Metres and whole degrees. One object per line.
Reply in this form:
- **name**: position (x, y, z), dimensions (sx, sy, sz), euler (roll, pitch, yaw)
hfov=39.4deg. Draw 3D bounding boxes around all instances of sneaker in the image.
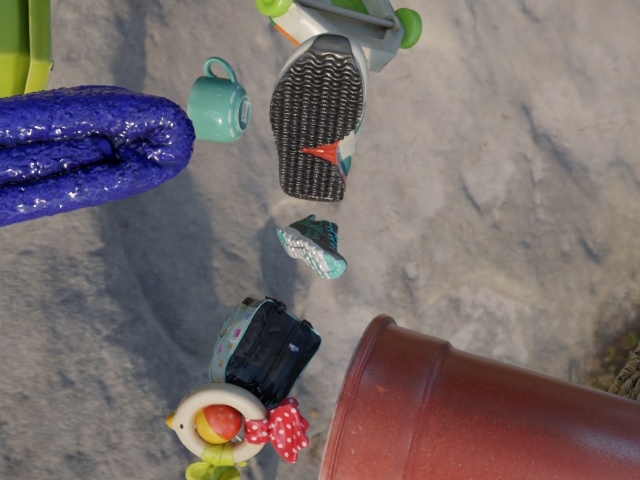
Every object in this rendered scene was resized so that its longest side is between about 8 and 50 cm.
- **sneaker**: position (0.000, 0.000, 1.322), dimensions (0.076, 0.166, 0.065), euler (-34, 124, -15)
- **sneaker**: position (0.001, -0.092, 0.574), dimensions (0.057, 0.161, 0.075), euler (8, 62, 2)

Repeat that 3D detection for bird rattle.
- **bird rattle**: position (-0.151, 0.334, 1.554), dimensions (0.207, 0.253, 0.143), euler (46, 31, -20)

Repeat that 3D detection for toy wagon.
- **toy wagon**: position (-0.009, -0.380, 1.224), dimensions (0.267, 0.068, 0.344), euler (1, 55, -44)

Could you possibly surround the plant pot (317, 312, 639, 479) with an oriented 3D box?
- **plant pot**: position (0.157, 0.223, 0.792), dimensions (0.272, 0.265, 0.272), euler (10, 90, -73)

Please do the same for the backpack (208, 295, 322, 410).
- **backpack**: position (-0.116, 0.214, 1.639), dimensions (0.166, 0.144, 0.188), euler (39, 64, -29)

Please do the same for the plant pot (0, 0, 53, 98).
- **plant pot**: position (-0.537, -0.307, 1.411), dimensions (0.207, 0.227, 0.228), euler (3, 61, -24)

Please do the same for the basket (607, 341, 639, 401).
- **basket**: position (0.479, 0.215, 1.010), dimensions (0.299, 0.223, 0.213), euler (-40, 108, -42)

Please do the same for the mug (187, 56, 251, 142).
- **mug**: position (-0.198, -0.270, 1.789), dimensions (0.158, 0.097, 0.129), euler (82, 23, -48)

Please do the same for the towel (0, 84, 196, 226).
- **towel**: position (-0.207, -0.065, 0.581), dimensions (0.228, 0.308, 0.076), euler (-15, 103, -12)
